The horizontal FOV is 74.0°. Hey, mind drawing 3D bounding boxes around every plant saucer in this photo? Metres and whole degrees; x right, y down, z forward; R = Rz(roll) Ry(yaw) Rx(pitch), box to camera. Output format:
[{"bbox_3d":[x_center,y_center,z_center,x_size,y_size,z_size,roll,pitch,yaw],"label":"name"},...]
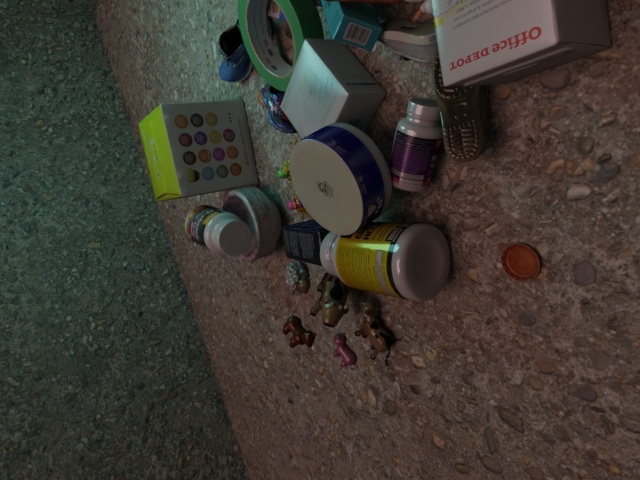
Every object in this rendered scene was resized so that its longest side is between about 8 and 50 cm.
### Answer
[{"bbox_3d":[0.423,0.046,0.895,0.083,0.013,0.084,27,125,47],"label":"plant saucer"}]

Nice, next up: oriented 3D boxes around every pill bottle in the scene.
[{"bbox_3d":[-0.383,-0.037,1.589,0.278,0.162,0.162,18,118,49],"label":"pill bottle"},{"bbox_3d":[0.222,-0.221,0.981,0.108,0.108,0.194,38,132,40],"label":"pill bottle"},{"bbox_3d":[0.152,0.044,1.116,0.333,0.187,0.188,5,107,53],"label":"pill bottle"}]

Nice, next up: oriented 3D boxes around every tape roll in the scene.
[{"bbox_3d":[-0.121,-0.608,1.246,0.321,0.077,0.321,40,150,29],"label":"tape roll"}]

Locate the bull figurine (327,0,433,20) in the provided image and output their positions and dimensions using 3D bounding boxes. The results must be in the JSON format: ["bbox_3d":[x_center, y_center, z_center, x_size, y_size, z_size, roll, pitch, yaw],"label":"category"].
[{"bbox_3d":[0.130,-0.557,0.889,0.101,0.310,0.189,95,-176,-58],"label":"bull figurine"}]

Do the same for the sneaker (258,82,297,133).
[{"bbox_3d":[-0.135,-0.445,1.411,0.221,0.083,0.087,59,137,16],"label":"sneaker"}]

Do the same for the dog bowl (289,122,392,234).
[{"bbox_3d":[0.044,-0.149,1.056,0.264,0.104,0.265,36,145,31],"label":"dog bowl"}]

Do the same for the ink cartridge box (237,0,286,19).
[{"bbox_3d":[-0.155,-0.799,1.306,0.311,0.065,0.186,41,134,40],"label":"ink cartridge box"}]

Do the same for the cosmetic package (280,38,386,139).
[{"bbox_3d":[0.024,-0.385,1.164,0.225,0.138,0.224,58,142,23],"label":"cosmetic package"}]

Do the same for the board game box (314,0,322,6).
[{"bbox_3d":[0.019,-0.727,1.097,0.194,0.060,0.194,0,104,54],"label":"board game box"}]

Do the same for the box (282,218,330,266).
[{"bbox_3d":[0.000,0.000,1.341,0.207,0.153,0.108,8,109,52],"label":"box"}]

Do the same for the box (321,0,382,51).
[{"bbox_3d":[0.065,-0.547,0.996,0.060,0.100,0.244,123,146,-46],"label":"box"}]

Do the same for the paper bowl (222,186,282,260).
[{"bbox_3d":[-0.258,-0.071,1.671,0.284,0.148,0.285,25,122,47],"label":"paper bowl"}]

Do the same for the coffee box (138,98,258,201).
[{"bbox_3d":[-0.502,-0.356,1.728,0.338,0.334,0.338,2,105,54],"label":"coffee box"}]

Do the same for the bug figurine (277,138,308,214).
[{"bbox_3d":[-0.065,-0.194,1.421,0.216,0.072,0.279,-21,87,55],"label":"bug figurine"}]

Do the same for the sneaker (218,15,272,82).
[{"bbox_3d":[-0.302,-0.673,1.487,0.330,0.147,0.130,-28,80,55],"label":"sneaker"}]

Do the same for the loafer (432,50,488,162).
[{"bbox_3d":[0.290,-0.288,0.874,0.101,0.092,0.269,-1,88,27],"label":"loafer"}]

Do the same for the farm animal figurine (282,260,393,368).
[{"bbox_3d":[0.059,0.208,1.296,0.172,0.330,0.327,120,153,-49],"label":"farm animal figurine"}]

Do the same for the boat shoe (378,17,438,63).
[{"bbox_3d":[0.189,-0.444,0.959,0.227,0.079,0.081,48,164,49],"label":"boat shoe"}]

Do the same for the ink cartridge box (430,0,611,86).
[{"bbox_3d":[0.315,-0.416,0.693,0.198,0.197,0.270,-2,102,54],"label":"ink cartridge box"}]
